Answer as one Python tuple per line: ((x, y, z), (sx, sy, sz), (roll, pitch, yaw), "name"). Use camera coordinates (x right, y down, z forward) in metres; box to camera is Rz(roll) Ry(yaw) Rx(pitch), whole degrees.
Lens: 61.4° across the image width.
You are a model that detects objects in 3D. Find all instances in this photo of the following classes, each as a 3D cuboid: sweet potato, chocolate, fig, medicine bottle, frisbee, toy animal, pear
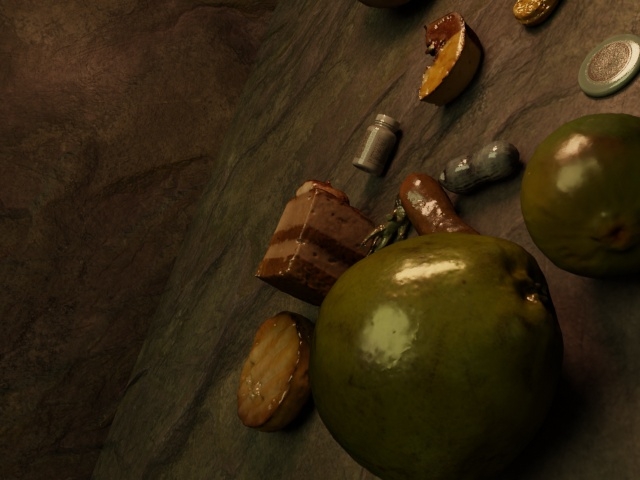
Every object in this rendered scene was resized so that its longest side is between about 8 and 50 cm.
((0.231, -0.030, 1.023), (0.097, 0.097, 0.292), (-54, 39, 23), "sweet potato")
((0.293, -0.134, 1.005), (0.167, 0.072, 0.072), (-24, 49, 51), "chocolate")
((0.373, -0.068, 0.697), (0.230, 0.207, 0.207), (-43, 11, -37), "fig")
((0.141, -0.237, 1.342), (0.140, 0.079, 0.079), (-66, 27, 2), "medicine bottle")
((0.468, -0.284, 0.870), (0.110, 0.014, 0.110), (-40, 37, 40), "frisbee")
((0.151, -0.024, 1.181), (0.220, 0.069, 0.086), (-52, 9, 16), "toy animal")
((0.146, 0.167, 0.774), (0.413, 0.351, 0.352), (-54, 29, 42), "pear")

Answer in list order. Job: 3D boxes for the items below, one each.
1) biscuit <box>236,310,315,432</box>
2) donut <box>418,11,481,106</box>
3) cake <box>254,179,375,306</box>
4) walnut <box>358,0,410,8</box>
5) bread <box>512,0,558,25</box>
((-0.100, 0.319, 1.320), (0.296, 0.101, 0.297), (-43, 32, 36), "biscuit")
((0.292, -0.403, 1.198), (0.141, 0.085, 0.217), (-16, 56, 56), "donut")
((0.000, 0.000, 1.298), (0.196, 0.198, 0.293), (-14, 53, 63), "cake")
((0.176, -0.828, 1.479), (0.381, 0.381, 0.382), (-40, 37, 40), "walnut")
((0.429, -0.473, 1.054), (0.111, 0.044, 0.083), (-55, 31, 16), "bread")
